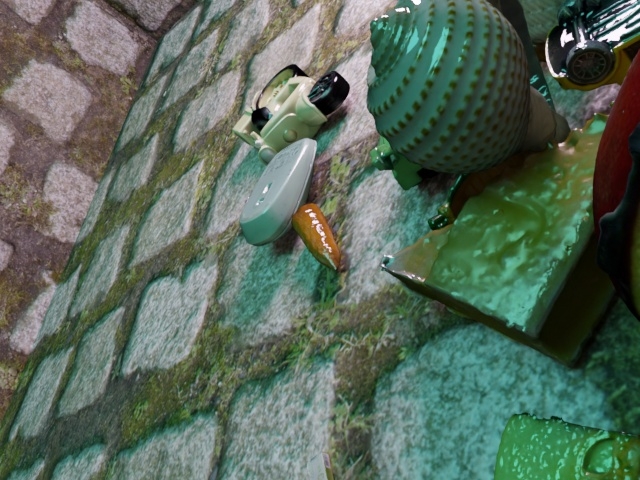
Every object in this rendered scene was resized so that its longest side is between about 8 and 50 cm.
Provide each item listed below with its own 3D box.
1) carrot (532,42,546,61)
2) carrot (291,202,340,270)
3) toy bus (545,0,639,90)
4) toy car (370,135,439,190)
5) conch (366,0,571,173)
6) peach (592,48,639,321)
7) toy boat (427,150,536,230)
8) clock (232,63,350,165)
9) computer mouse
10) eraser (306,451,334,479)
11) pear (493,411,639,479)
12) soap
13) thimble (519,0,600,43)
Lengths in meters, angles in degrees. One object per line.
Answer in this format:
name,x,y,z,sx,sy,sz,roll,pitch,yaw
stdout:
carrot,0.353,-0.318,1.140,0.216,0.048,0.048,20,77,42
carrot,0.000,0.000,1.356,0.072,0.072,0.205,-49,34,12
toy bus,0.471,-0.296,0.899,0.330,0.152,0.144,-28,35,35
toy car,0.192,-0.239,1.207,0.213,0.176,0.359,-31,38,33
conch,0.184,-0.215,0.908,0.215,0.319,0.303,-13,54,33
peach,0.428,-0.075,0.594,0.417,0.339,0.353,-59,-7,-4
toy boat,0.265,-0.087,1.040,0.229,0.089,0.088,-34,16,22
clock,-0.085,-0.321,1.738,0.276,0.120,0.379,-51,26,1
computer mouse,-0.081,-0.103,1.538,0.159,0.097,0.289,-23,33,45
eraser,0.002,0.371,1.051,0.038,0.019,0.083,-41,34,20
pear,0.290,0.293,0.596,0.292,0.159,0.293,-39,34,33
soap,0.274,-0.046,0.924,0.304,0.169,0.339,26,83,49
thimble,0.397,-0.414,1.055,0.218,0.150,0.219,-24,22,11
